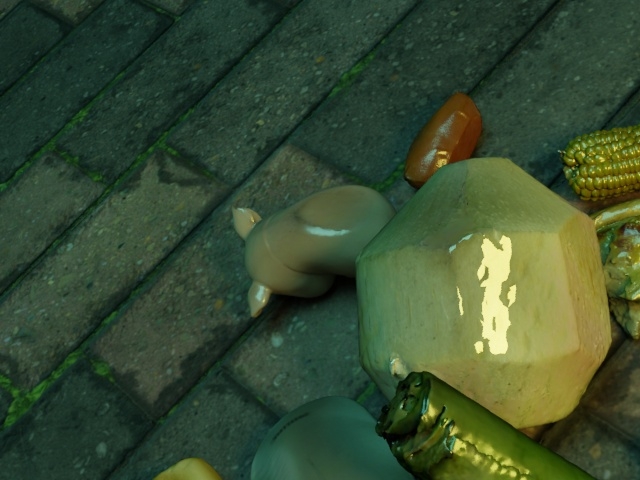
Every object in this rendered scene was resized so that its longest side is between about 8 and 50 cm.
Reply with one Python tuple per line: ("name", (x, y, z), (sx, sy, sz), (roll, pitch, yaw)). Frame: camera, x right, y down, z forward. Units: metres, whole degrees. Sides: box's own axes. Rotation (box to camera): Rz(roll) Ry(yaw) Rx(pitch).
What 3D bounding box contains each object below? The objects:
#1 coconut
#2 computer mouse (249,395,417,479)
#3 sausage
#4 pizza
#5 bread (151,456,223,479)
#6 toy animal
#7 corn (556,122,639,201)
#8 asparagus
("coconut", (0.196, 0.063, 1.450), (0.352, 0.353, 0.353), (-15, 48, 18))
("computer mouse", (0.012, 0.309, 1.453), (0.197, 0.095, 0.331), (-42, 29, -3))
("sausage", (0.195, -0.151, 1.778), (0.089, 0.089, 0.179), (20, 70, 39))
("pizza", (0.467, 0.016, 1.490), (0.323, 0.089, 0.223), (-8, 47, 24))
("bread", (-0.130, 0.412, 1.485), (0.142, 0.091, 0.305), (-37, 45, -11))
("toy animal", (-0.002, 0.006, 1.709), (0.250, 0.154, 0.166), (-19, 55, 18))
("corn", (0.490, -0.130, 1.585), (0.312, 0.102, 0.102), (-15, 48, 17))
("asparagus", (0.239, 0.285, 1.286), (0.382, 0.128, 0.108), (32, 77, -4))
